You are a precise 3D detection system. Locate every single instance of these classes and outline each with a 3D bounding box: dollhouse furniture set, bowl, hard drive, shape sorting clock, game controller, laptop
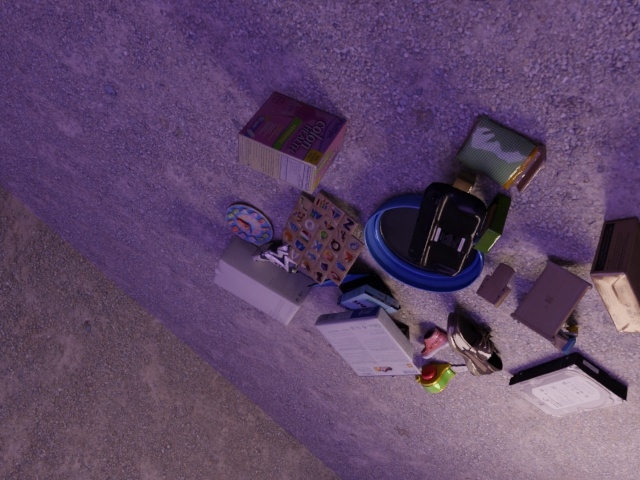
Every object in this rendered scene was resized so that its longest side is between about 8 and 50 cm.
[{"bbox_3d":[0.689,0.186,1.700,0.286,0.198,0.303,36,-177,32],"label":"dollhouse furniture set"},{"bbox_3d":[0.332,0.013,1.740,0.391,0.077,0.391,20,143,16],"label":"bowl"},{"bbox_3d":[0.889,0.537,1.978,0.237,0.064,0.339,36,145,-5],"label":"hard drive"},{"bbox_3d":[-0.281,-0.061,2.132,0.206,0.040,0.206,20,144,15],"label":"shape sorting clock"},{"bbox_3d":[0.339,-0.021,1.485,0.166,0.067,0.319,18,142,11],"label":"game controller"},{"bbox_3d":[0.129,0.215,2.078,0.234,0.136,0.264,-23,107,50],"label":"laptop"},{"bbox_3d":[0.425,-0.140,1.420,0.197,0.151,0.301,27,144,6],"label":"dollhouse furniture set"}]

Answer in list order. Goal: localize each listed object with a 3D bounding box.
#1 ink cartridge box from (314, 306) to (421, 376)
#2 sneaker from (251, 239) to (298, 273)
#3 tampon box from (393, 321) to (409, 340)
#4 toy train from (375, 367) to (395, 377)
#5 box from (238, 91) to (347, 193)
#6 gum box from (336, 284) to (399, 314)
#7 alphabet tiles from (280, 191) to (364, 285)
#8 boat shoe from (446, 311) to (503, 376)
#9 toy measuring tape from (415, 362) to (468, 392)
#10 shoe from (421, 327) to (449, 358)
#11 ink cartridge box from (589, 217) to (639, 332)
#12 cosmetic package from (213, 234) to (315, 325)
[{"bbox_3d":[0.191,0.402,2.123,0.324,0.071,0.330,-15,124,43],"label":"ink cartridge box"},{"bbox_3d":[-0.157,0.079,2.159,0.235,0.094,0.153,-20,115,32],"label":"sneaker"},{"bbox_3d":[0.271,0.404,2.219,0.161,0.120,0.101,13,139,24],"label":"tampon box"},{"bbox_3d":[0.287,0.558,2.465,0.125,0.046,0.166,1,138,34],"label":"toy train"},{"bbox_3d":[-0.081,-0.285,1.563,0.243,0.213,0.117,25,145,10],"label":"box"},{"bbox_3d":[0.176,0.234,2.029,0.157,0.041,0.184,28,148,-20],"label":"gum box"},{"bbox_3d":[0.000,0.000,1.911,0.285,0.011,0.342,39,133,11],"label":"alphabet tiles"},{"bbox_3d":[0.568,0.370,1.977,0.130,0.132,0.355,-12,136,32],"label":"boat shoe"},{"bbox_3d":[0.520,0.571,2.247,0.330,0.121,0.121,-16,123,46],"label":"toy measuring tape"},{"bbox_3d":[0.435,0.405,2.155,0.081,0.063,0.178,36,139,-4],"label":"shoe"},{"bbox_3d":[0.789,0.093,1.399,0.088,0.193,0.235,-8,128,45],"label":"ink cartridge box"},{"bbox_3d":[-0.246,0.171,2.294,0.385,0.156,0.217,33,145,0],"label":"cosmetic package"}]
